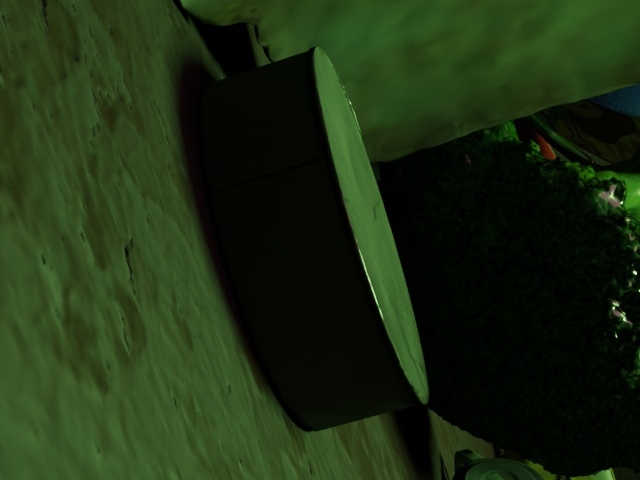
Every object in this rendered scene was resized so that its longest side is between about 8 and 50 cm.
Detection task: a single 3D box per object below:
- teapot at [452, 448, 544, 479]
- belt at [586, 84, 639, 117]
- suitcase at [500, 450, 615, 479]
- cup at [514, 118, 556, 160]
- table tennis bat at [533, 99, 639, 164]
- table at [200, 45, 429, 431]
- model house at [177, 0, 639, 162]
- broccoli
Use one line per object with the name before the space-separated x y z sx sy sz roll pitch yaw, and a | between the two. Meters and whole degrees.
teapot | 0.118 0.185 0.814 0.088 0.066 0.057 -136 -139 -58
belt | 0.104 -0.224 0.709 0.347 0.117 0.212 44 34 22
suitcase | 0.330 0.352 1.566 0.194 0.143 0.235 -59 133 -78
cup | 0.155 -0.043 1.122 0.203 0.203 0.288 -22 89 -82
table tennis bat | 0.261 -0.119 0.884 0.268 0.051 0.415 40 -9 -27
table | 0.000 0.000 0.421 0.133 0.043 0.133 -17 90 -81
model house | 0.036 -0.224 0.444 0.298 0.243 0.284 58 14 -64
broccoli | 0.168 0.006 0.755 0.297 0.297 0.297 43 -17 17
